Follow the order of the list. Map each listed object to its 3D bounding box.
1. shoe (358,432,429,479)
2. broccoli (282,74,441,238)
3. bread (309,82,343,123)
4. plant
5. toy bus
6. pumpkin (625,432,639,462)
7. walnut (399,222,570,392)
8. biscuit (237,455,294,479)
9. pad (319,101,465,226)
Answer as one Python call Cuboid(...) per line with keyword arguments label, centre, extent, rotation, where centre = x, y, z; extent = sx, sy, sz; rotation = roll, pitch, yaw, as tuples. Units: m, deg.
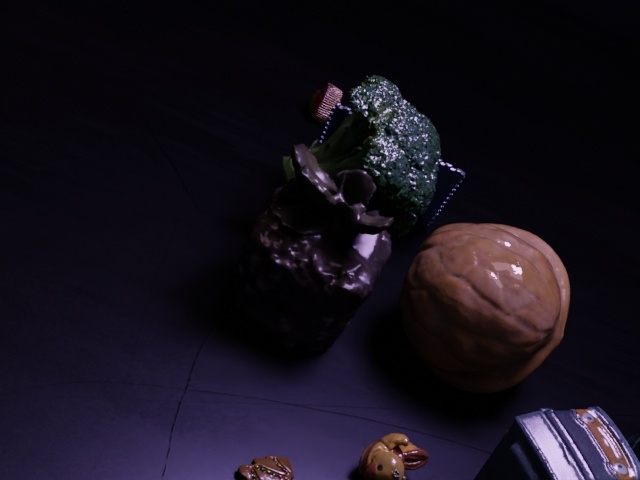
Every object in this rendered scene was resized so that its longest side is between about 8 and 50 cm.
Cuboid(label="shoe", centre=(0.104, 0.308, 1.582), extent=(0.069, 0.072, 0.109), rotation=(12, -2, 31))
Cuboid(label="broccoli", centre=(0.066, -0.142, 1.840), extent=(0.269, 0.254, 0.269), rotation=(-10, 49, 12))
Cuboid(label="bread", centre=(0.008, -0.287, 2.316), extent=(0.053, 0.085, 0.085), rotation=(29, 32, -11))
Cuboid(label="plant", centre=(0.000, 0.000, 1.714), extent=(0.215, 0.312, 0.213), rotation=(26, 30, 1))
Cuboid(label="toy bus", centre=(0.283, 0.351, 1.469), extent=(0.167, 0.275, 0.139), rotation=(4, 40, -30))
Cuboid(label="pumpkin", centre=(0.513, 0.405, 1.601), extent=(0.248, 0.248, 0.248), rotation=(19, 34, -13))
Cuboid(label="walnut", centre=(0.266, 0.103, 1.812), extent=(0.285, 0.285, 0.296), rotation=(46, 1, 26))
Cuboid(label="biscuit", centre=(-0.065, 0.318, 1.501), extent=(0.082, 0.016, 0.092), rotation=(37, 36, 14))
Cuboid(label="pad", centre=(0.117, -0.133, 2.058), extent=(0.269, 0.269, 0.012), rotation=(28, 68, 3))
